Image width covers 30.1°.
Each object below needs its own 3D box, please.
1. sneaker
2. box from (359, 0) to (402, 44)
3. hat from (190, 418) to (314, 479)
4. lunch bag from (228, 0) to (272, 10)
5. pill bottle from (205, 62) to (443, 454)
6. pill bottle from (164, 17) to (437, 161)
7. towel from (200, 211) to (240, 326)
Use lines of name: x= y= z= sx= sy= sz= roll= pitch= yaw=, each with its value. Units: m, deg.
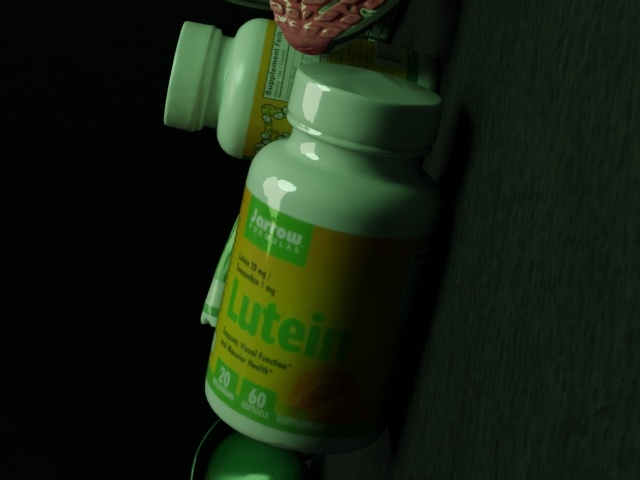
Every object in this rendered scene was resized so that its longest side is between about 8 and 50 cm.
sneaker: x=0.054 y=-0.250 z=0.988 sx=0.112 sy=0.120 sz=0.299 roll=94 pitch=-158 yaw=-51
box: x=0.079 y=-0.330 z=1.340 sx=0.191 sy=0.045 sz=0.184 roll=109 pitch=174 yaw=-62
hat: x=-0.012 y=0.248 z=1.184 sx=0.208 sy=0.183 sz=0.173 roll=49 pitch=-135 yaw=-40
lunch bag: x=-0.051 y=-0.432 z=1.669 sx=0.235 sy=0.286 sz=0.169 roll=114 pitch=166 yaw=-73
pill bottle: x=0.007 y=0.010 z=0.823 sx=0.136 sy=0.136 sz=0.246 roll=-93 pitch=15 yaw=-71
pill bottle: x=-0.018 y=-0.116 z=0.980 sx=0.117 sy=0.208 sz=0.118 roll=-169 pitch=90 yaw=-85
towel: x=-0.026 y=-0.052 z=1.260 sx=0.325 sy=0.038 sz=0.248 roll=-65 pitch=-12 yaw=-2
